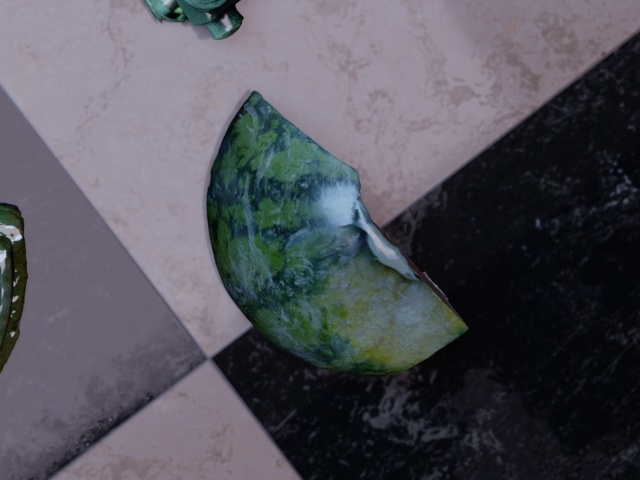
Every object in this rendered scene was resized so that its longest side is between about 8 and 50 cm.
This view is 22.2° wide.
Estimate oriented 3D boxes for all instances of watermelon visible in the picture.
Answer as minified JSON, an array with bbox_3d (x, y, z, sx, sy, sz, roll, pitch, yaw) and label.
[{"bbox_3d":[0.000,0.000,1.615,0.305,0.224,0.180,50,41,-11],"label":"watermelon"}]

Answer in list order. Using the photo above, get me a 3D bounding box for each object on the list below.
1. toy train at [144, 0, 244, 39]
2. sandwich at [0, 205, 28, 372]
[{"bbox_3d":[-0.126,-0.324,1.567,0.157,0.105,0.253,-39,103,-20],"label":"toy train"},{"bbox_3d":[-0.385,0.082,1.547,0.212,0.109,0.292,42,87,-15],"label":"sandwich"}]
